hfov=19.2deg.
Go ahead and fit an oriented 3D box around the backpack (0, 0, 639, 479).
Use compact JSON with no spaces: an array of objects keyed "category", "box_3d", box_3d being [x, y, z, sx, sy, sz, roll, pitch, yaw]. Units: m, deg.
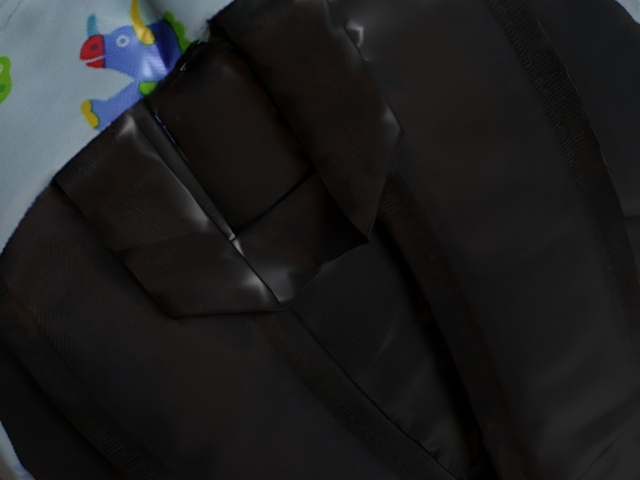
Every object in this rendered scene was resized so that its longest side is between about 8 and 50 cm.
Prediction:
[{"category":"backpack","box_3d":[0.000,0.000,0.607,0.273,0.290,0.355,59,6,26]}]
